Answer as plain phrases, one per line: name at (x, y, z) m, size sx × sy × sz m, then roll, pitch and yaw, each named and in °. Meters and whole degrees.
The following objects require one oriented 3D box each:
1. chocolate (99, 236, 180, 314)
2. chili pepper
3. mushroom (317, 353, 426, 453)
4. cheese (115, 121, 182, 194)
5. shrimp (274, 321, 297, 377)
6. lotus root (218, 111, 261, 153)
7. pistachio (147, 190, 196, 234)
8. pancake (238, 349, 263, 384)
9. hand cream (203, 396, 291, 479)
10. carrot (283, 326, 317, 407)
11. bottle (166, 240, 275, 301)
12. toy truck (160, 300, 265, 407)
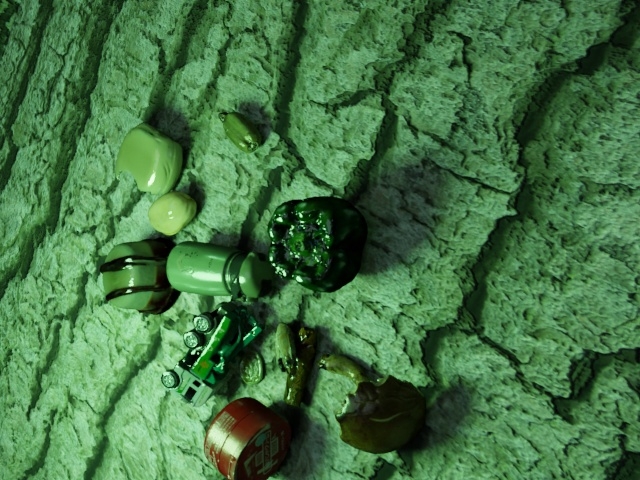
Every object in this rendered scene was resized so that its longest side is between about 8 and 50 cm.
chocolate at (-0.630, 0.121, 2.050) m, size 0.284 × 0.186 × 0.283 m, roll -4°, pitch 83°, yaw 33°
chili pepper at (0.000, 0.000, 1.599) m, size 0.233 × 0.257 × 0.248 m, roll 19°, pitch 97°, yaw 29°
mushroom at (0.132, 0.383, 1.535) m, size 0.208 × 0.233 × 0.301 m, roll 100°, pitch 157°, yaw -57°
cheese at (-0.603, -0.284, 2.109) m, size 0.266 × 0.127 × 0.233 m, roll 38°, pitch 106°, yaw 32°
shrimp at (-0.103, 0.326, 1.704) m, size 0.223 × 0.048 × 0.126 m, roll -112°, pitch 34°, yaw -59°
lotus root at (-0.257, -0.353, 1.910) m, size 0.183 × 0.077 × 0.090 m, roll 45°, pitch 103°, yaw 26°
pistachio at (-0.510, -0.092, 2.029) m, size 0.201 × 0.117 × 0.145 m, roll -21°, pitch 59°, yaw 30°
pancake at (-0.214, 0.392, 1.843) m, size 0.108 × 0.017 × 0.108 m, roll -4°, pitch 83°, yaw 38°
hand cream at (-0.208, 0.571, 1.696) m, size 0.149 × 0.230 × 0.230 m, roll 22°, pitch 98°, yaw 34°
carrot at (-0.057, 0.361, 1.712) m, size 0.069 × 0.069 × 0.228 m, roll 17°, pitch 96°, yaw 34°
bottle at (-0.301, 0.097, 1.848) m, size 0.347 × 0.168 × 0.168 m, roll 6°, pitch 89°, yaw 30°
toy truck at (-0.332, 0.341, 1.834) m, size 0.178 × 0.176 × 0.363 m, roll 38°, pitch 107°, yaw 8°
